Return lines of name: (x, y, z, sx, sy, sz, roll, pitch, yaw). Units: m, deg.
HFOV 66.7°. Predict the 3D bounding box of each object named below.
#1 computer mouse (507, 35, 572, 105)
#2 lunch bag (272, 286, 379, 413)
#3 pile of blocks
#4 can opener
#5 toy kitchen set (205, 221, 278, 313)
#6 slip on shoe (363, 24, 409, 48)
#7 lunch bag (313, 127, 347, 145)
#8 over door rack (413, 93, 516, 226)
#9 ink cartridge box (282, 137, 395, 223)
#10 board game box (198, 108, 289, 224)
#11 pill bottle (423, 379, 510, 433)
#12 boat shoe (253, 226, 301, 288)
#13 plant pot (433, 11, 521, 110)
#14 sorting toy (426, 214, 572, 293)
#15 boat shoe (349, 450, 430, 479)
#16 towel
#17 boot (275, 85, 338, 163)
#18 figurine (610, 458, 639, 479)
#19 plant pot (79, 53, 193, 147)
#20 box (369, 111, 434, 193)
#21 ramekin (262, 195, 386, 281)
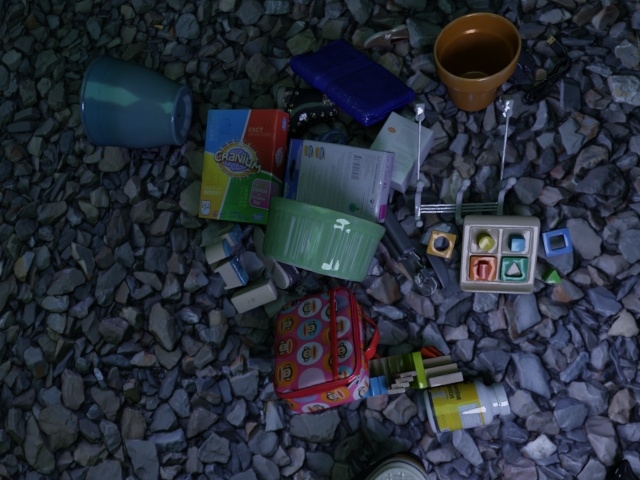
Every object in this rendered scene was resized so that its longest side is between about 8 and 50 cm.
computer mouse: (0.550, -0.510, 1.320, 0.184, 0.060, 0.262, -40, 72, 4)
lunch bag: (0.019, 0.260, 1.194, 0.258, 0.120, 0.293, -17, 40, 13)
pile of blocks: (0.153, 0.315, 1.192, 0.362, 0.149, 0.112, -13, 76, 11)
can opener: (0.235, 0.016, 1.291, 0.095, 0.076, 0.283, -21, 70, -25)
toy kitchen set: (-0.209, 0.064, 1.380, 0.122, 0.166, 0.207, -22, 109, 14)
slip on shoe: (0.195, -0.590, 1.434, 0.135, 0.051, 0.041, -19, 86, 3)
lunch bag: (0.026, -0.274, 1.395, 0.098, 0.065, 0.067, -24, 73, 7)
over door rack: (0.352, -0.193, 1.208, 0.239, 0.108, 0.324, -1, 102, 3)
ink cartridge box: (0.040, -0.167, 1.313, 0.311, 0.065, 0.186, 15, 105, 31)
board game box: (-0.222, -0.210, 1.391, 0.242, 0.064, 0.316, 6, 92, 25)
pill bottle: (0.344, 0.389, 1.152, 0.184, 0.103, 0.103, -14, 75, 10)
boat shoe: (-0.125, 0.043, 1.378, 0.065, 0.075, 0.206, -15, 62, -34)
plant pot: (0.402, -0.443, 1.267, 0.205, 0.188, 0.205, -5, 69, 14)
sorting toy: (0.439, 0.037, 1.195, 0.348, 0.047, 0.196, 1, 101, 8)
boat shoe: (0.074, 0.678, 1.136, 0.187, 0.156, 0.500, 44, 102, 13)
towel: (0.088, -0.442, 1.373, 0.228, 0.076, 0.308, -34, 65, -31)
boot: (-0.040, -0.345, 1.419, 0.178, 0.085, 0.236, -2, 79, 10)
figurine: (0.677, 0.618, 1.034, 0.215, 0.092, 0.209, 40, 85, 17)
plant pot: (-0.533, -0.397, 1.471, 0.255, 0.271, 0.271, 11, 81, 2)
box: (0.212, -0.238, 1.328, 0.130, 0.091, 0.170, 31, 87, 18)
ramekin: (0.000, 0.000, 1.227, 0.303, 0.303, 0.148, 15, 90, 17)
